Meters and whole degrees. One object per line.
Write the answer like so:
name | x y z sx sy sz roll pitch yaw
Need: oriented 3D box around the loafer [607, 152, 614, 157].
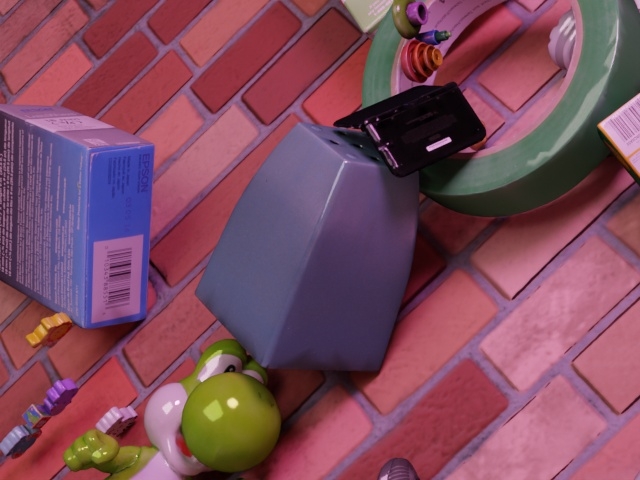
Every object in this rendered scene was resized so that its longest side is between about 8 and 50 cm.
loafer | 0.343 -0.115 1.545 0.170 0.062 0.061 -22 54 26

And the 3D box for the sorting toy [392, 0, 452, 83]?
sorting toy | 0.114 -0.224 1.587 0.042 0.061 0.102 -9 89 35

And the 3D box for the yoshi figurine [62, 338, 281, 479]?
yoshi figurine | -0.167 0.270 1.590 0.203 0.203 0.362 27 76 29

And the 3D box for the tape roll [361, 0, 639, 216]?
tape roll | 0.197 -0.187 1.597 0.321 0.077 0.321 -15 63 32

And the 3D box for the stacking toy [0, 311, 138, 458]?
stacking toy | -0.352 0.223 1.809 0.221 0.052 0.167 -45 71 11

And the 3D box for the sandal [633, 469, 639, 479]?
sandal | 0.369 0.178 1.283 0.102 0.169 0.416 31 79 5

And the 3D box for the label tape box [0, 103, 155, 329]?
label tape box | -0.359 -0.051 1.920 0.334 0.106 0.240 23 115 44

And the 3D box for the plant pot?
plant pot | 0.000 0.000 1.584 0.165 0.166 0.234 42 118 46

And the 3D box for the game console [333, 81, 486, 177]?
game console | 0.095 -0.119 1.542 0.122 0.071 0.107 -26 75 -23

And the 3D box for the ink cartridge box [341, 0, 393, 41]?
ink cartridge box | 0.097 -0.380 1.818 0.198 0.115 0.273 -41 52 12

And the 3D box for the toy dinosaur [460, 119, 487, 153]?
toy dinosaur | 0.166 -0.092 1.677 0.212 0.064 0.112 -3 72 40

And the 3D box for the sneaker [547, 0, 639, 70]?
sneaker | 0.387 -0.282 1.616 0.281 0.105 0.115 -52 55 8

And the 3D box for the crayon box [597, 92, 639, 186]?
crayon box | 0.433 -0.129 1.418 0.278 0.081 0.165 -38 77 10

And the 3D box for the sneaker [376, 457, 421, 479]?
sneaker | 0.124 0.309 1.409 0.106 0.078 0.234 -27 52 17
